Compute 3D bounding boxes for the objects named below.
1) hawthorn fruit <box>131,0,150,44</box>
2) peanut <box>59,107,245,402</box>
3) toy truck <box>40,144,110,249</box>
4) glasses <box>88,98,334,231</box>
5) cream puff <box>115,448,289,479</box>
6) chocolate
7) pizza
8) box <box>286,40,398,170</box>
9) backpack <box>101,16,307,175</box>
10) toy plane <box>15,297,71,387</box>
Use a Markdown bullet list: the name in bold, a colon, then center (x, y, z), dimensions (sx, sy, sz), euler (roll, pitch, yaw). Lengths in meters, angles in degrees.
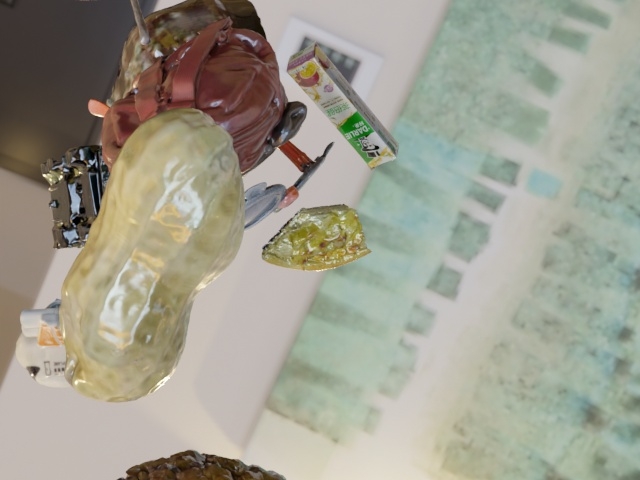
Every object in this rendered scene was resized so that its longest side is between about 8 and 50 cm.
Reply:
- **hawthorn fruit**: center (-0.256, -0.378, 1.304), dimensions (0.263, 0.235, 0.231), euler (17, -160, 3)
- **peanut**: center (-0.149, 0.019, 1.053), dimensions (0.130, 0.290, 0.130), euler (24, -159, -10)
- **toy truck**: center (-0.295, -0.059, 1.616), dimensions (0.127, 0.127, 0.257), euler (-6, 179, -20)
- **glasses**: center (-0.134, -0.133, 1.507), dimensions (0.268, 0.118, 0.234), euler (43, -146, 7)
- **cream puff**: center (-0.104, 0.378, 1.413), dimensions (0.327, 0.231, 0.343), euler (33, 166, -34)
- **chocolate**: center (-0.227, -0.223, 1.898), dimensions (0.210, 0.340, 0.225), euler (-6, -135, -27)
- **pizza**: center (0.000, 0.000, 1.650), dimensions (0.160, 0.099, 0.036), euler (-5, -142, -24)
- **box**: center (0.033, -0.184, 1.657), dimensions (0.207, 0.050, 0.041), euler (47, -144, -30)
- **backpack**: center (-0.135, -0.127, 1.268), dimensions (0.229, 0.229, 0.139), euler (48, 163, 59)
- **toy plane**: center (-0.352, 0.172, 1.809), dimensions (0.245, 0.245, 0.117), euler (20, -122, -19)
